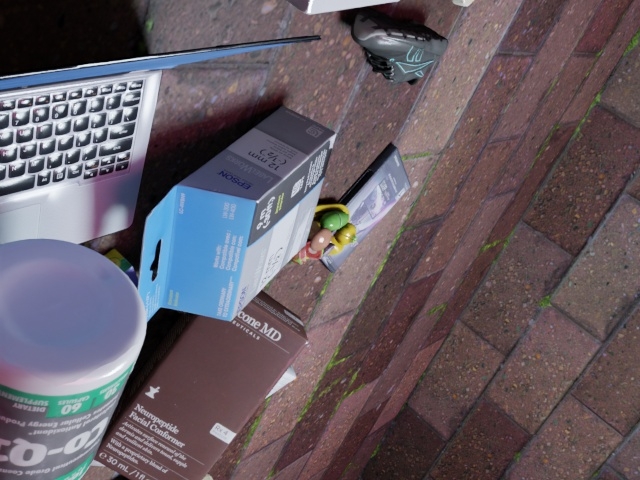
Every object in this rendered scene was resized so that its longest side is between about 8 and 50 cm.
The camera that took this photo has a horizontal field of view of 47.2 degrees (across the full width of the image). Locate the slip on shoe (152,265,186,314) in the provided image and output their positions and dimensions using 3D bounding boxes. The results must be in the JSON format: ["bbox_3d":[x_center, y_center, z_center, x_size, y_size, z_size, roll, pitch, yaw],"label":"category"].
[{"bbox_3d":[-0.240,0.077,1.209,0.041,0.051,0.135,-53,153,-25],"label":"slip on shoe"}]

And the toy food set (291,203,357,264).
[{"bbox_3d":[0.000,0.000,1.438,0.217,0.071,0.128,-8,128,-47],"label":"toy food set"}]

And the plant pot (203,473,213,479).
[{"bbox_3d":[-0.342,0.662,1.570,0.333,0.333,0.306,3,113,-61],"label":"plant pot"}]

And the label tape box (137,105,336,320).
[{"bbox_3d":[-0.124,-0.015,1.101,0.348,0.115,0.249,-49,163,-47],"label":"label tape box"}]

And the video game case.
[{"bbox_3d":[0.088,-0.064,1.598,0.274,0.026,0.196,-49,156,-6],"label":"video game case"}]

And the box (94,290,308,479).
[{"bbox_3d":[-0.211,0.254,1.289,0.381,0.191,0.143,-54,-166,4],"label":"box"}]

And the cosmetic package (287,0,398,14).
[{"bbox_3d":[0.012,-0.377,0.869,0.183,0.151,0.151,-24,144,-43],"label":"cosmetic package"}]

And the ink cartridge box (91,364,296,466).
[{"bbox_3d":[-0.267,0.335,1.525,0.385,0.091,0.308,-34,156,4],"label":"ink cartridge box"}]

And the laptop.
[{"bbox_3d":[-0.259,-0.061,0.748,0.382,0.236,0.408,-23,144,-45],"label":"laptop"}]

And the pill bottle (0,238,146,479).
[{"bbox_3d":[-0.350,0.187,0.874,0.204,0.204,0.361,-23,151,-46],"label":"pill bottle"}]

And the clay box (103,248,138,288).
[{"bbox_3d":[-0.358,0.124,1.059,0.222,0.053,0.127,-41,153,-22],"label":"clay box"}]

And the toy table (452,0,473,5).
[{"bbox_3d":[0.259,-0.484,1.074,0.274,0.252,0.161,-38,137,-7],"label":"toy table"}]

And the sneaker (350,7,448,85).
[{"bbox_3d":[0.128,-0.312,1.224,0.267,0.101,0.106,-9,136,-55],"label":"sneaker"}]
